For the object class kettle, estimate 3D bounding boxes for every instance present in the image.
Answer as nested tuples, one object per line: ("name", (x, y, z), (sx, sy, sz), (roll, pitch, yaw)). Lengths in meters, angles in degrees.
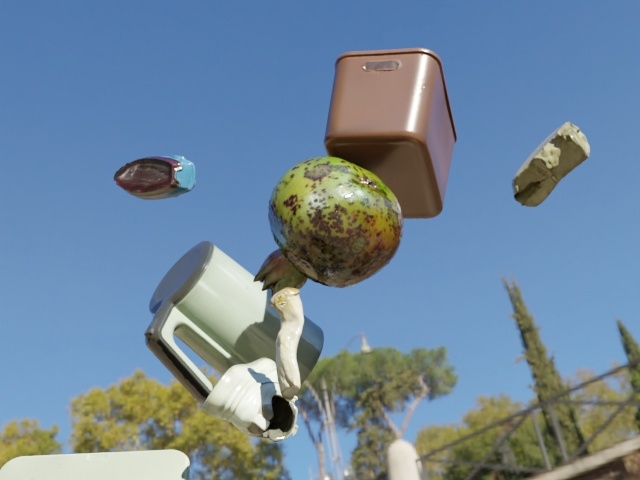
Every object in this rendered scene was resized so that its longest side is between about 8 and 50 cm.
("kettle", (-0.221, 0.234, 1.963), (0.376, 0.361, 0.250), (43, -46, -21))

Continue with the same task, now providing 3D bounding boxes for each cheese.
("cheese", (0.501, -0.162, 1.812), (0.202, 0.091, 0.175), (-49, -4, 19))

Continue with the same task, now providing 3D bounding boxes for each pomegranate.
("pomegranate", (0.000, 0.000, 1.710), (0.285, 0.285, 0.341), (21, -57, -39))

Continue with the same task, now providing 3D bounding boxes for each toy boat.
("toy boat", (-0.359, -0.138, 1.831), (0.223, 0.100, 0.097), (0, -6, 37))

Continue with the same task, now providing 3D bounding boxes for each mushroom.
("mushroom", (-0.059, 0.178, 1.457), (0.054, 0.202, 0.059), (7, -25, -20))

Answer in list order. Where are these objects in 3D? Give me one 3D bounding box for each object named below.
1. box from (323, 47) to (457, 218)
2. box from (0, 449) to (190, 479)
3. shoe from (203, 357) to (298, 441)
("box", (0.160, -0.224, 1.851), (0.239, 0.229, 0.339), (1, -31, 18))
("box", (-0.427, 0.597, 1.592), (0.351, 0.177, 0.344), (-1, -64, -10))
("shoe", (-0.100, 0.320, 1.601), (0.124, 0.159, 0.316), (-59, -19, 5))
